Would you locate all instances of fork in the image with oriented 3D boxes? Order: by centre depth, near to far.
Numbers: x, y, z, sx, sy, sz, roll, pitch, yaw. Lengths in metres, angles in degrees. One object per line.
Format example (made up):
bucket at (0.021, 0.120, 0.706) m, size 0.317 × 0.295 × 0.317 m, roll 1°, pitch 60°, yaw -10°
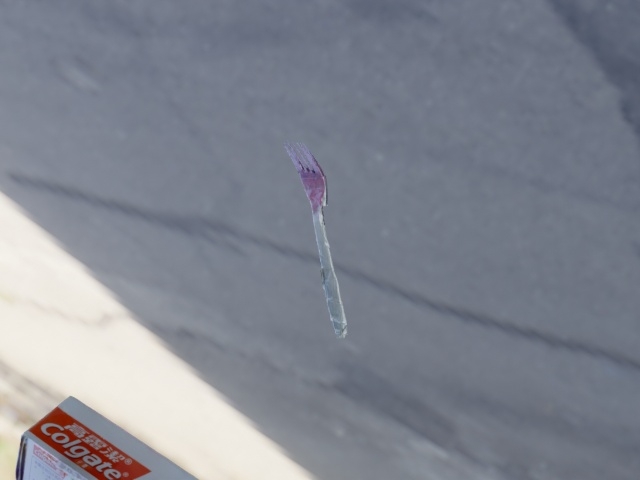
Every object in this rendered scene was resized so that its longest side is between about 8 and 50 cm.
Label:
fork at (0.001, -0.001, 0.988) m, size 0.016 × 0.012 × 0.115 m, roll 12°, pitch 127°, yaw 42°

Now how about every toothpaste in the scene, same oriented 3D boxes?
toothpaste at (-0.073, 0.150, 1.005) m, size 0.196 × 0.047 × 0.040 m, roll 30°, pitch 138°, yaw 26°
